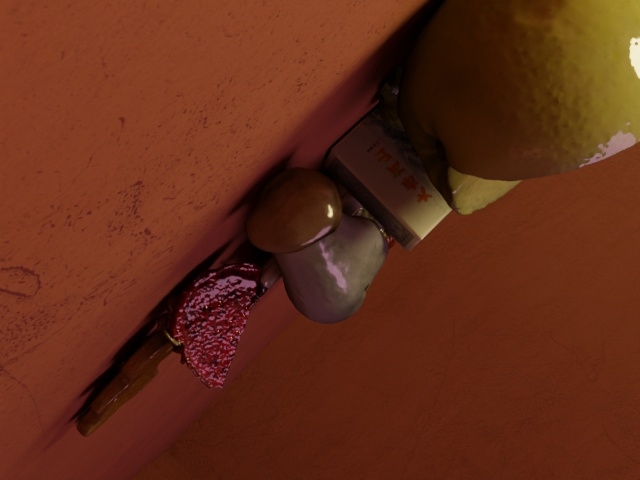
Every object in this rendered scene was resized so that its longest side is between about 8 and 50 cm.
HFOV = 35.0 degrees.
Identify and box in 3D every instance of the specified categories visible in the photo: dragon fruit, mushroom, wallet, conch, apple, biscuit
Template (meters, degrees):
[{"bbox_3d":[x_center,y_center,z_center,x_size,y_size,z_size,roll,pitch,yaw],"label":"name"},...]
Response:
[{"bbox_3d":[-0.149,0.087,1.239,0.106,0.083,0.162,21,91,-40],"label":"dragon fruit"},{"bbox_3d":[0.000,0.000,1.231,0.328,0.122,0.159,57,44,-66],"label":"mushroom"},{"bbox_3d":[-0.020,-0.022,1.474,0.275,0.068,0.335,-41,-179,0],"label":"wallet"},{"bbox_3d":[0.106,-0.182,1.240,0.089,0.074,0.121,-59,154,-4],"label":"conch"},{"bbox_3d":[0.212,-0.178,1.096,0.258,0.233,0.295,-30,-177,-11],"label":"apple"},{"bbox_3d":[-0.248,0.173,1.330,0.158,0.035,0.240,-44,176,-39],"label":"biscuit"}]

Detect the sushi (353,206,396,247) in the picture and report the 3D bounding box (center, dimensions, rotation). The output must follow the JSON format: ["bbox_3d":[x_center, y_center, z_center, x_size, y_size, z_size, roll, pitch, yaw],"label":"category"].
[{"bbox_3d":[0.061,-0.004,1.962,0.332,0.130,0.124,-41,-179,14],"label":"sushi"}]

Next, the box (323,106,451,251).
[{"bbox_3d":[0.151,-0.132,1.339,0.256,0.164,0.069,-43,176,-18],"label":"box"}]
